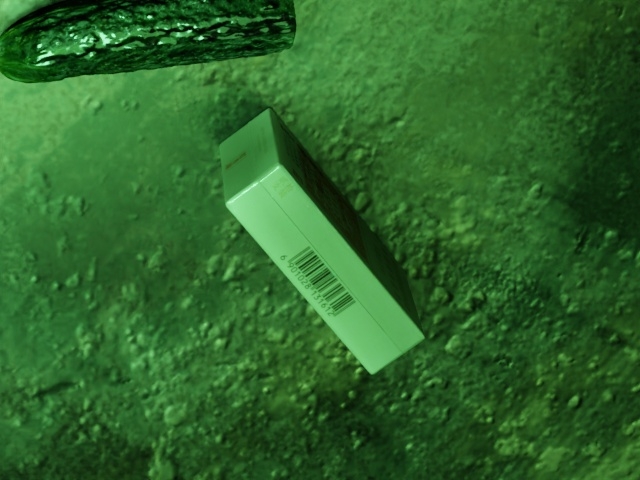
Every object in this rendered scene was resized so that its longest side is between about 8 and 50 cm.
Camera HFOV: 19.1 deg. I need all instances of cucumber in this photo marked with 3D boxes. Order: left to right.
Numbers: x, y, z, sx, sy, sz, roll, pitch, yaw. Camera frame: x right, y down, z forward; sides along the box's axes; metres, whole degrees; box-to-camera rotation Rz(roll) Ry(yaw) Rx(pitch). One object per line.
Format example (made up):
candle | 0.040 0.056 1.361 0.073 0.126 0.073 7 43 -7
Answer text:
cucumber | -0.142 -0.170 1.522 0.241 0.074 0.074 -9 112 -5

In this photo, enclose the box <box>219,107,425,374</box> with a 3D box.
box | 0.000 0.000 1.573 0.058 0.141 0.201 -37 110 10
